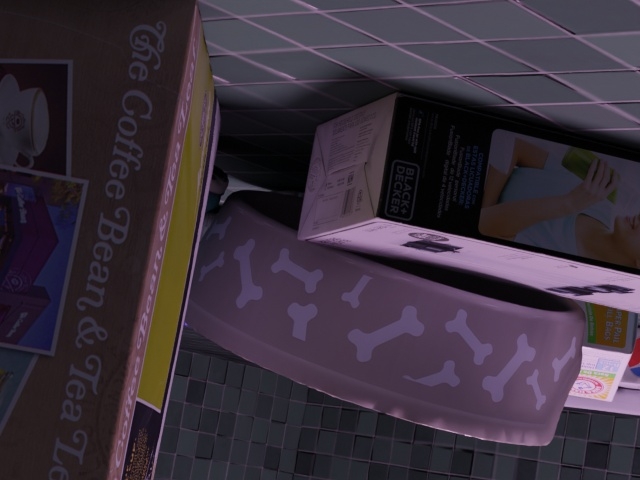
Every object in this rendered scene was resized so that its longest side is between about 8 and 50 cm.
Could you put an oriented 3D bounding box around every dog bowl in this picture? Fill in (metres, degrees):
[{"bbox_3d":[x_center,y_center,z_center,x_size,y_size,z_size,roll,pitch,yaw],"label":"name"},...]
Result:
[{"bbox_3d":[0.056,0.053,1.381,0.349,0.102,0.349,19,-172,-3],"label":"dog bowl"}]

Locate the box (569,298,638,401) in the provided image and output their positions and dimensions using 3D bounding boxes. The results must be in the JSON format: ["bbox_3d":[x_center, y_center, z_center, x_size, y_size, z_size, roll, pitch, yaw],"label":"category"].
[{"bbox_3d":[0.194,0.072,1.619,0.203,0.103,0.114,9,151,5],"label":"box"}]

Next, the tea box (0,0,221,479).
[{"bbox_3d":[-0.198,0.026,1.058,0.220,0.329,0.323,10,171,-1],"label":"tea box"}]

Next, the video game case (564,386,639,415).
[{"bbox_3d":[0.498,0.202,2.269,0.329,0.036,0.300,2,-176,40],"label":"video game case"}]

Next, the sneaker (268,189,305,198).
[{"bbox_3d":[0.000,0.000,1.550,0.166,0.076,0.065,15,170,-31],"label":"sneaker"}]

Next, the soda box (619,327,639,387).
[{"bbox_3d":[0.446,0.150,2.080,0.069,0.074,0.216,15,171,-42],"label":"soda box"}]

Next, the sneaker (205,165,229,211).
[{"bbox_3d":[-0.183,-0.034,1.409,0.275,0.110,0.107,1,168,43],"label":"sneaker"}]

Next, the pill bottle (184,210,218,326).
[{"bbox_3d":[-0.099,0.033,1.740,0.219,0.123,0.123,10,172,-3],"label":"pill bottle"}]

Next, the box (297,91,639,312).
[{"bbox_3d":[0.149,-0.019,1.196,0.290,0.087,0.169,12,171,-17],"label":"box"}]
